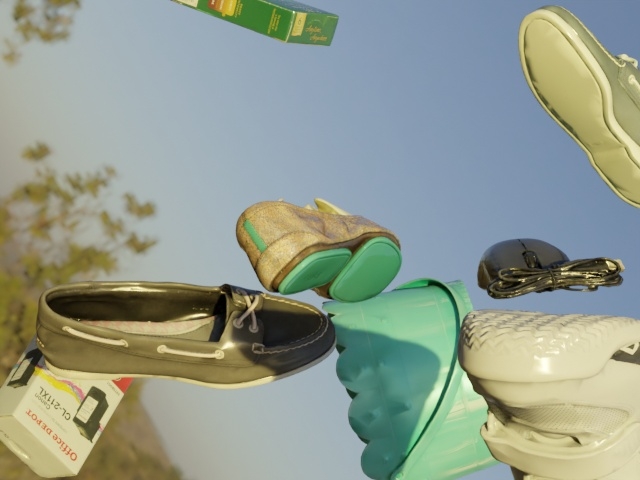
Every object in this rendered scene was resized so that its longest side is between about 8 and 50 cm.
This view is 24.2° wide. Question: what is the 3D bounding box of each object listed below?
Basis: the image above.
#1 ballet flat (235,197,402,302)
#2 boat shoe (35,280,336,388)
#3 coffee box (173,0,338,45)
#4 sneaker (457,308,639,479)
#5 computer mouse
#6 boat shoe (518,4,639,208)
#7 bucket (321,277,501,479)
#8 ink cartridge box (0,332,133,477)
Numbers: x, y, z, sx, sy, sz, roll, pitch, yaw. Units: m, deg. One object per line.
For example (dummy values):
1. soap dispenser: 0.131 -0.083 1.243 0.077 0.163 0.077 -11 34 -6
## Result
1. ballet flat: 0.000 0.000 1.604 0.106 0.107 0.316 46 10 18
2. boat shoe: -0.150 0.095 1.650 0.112 0.335 0.095 -92 180 -48
3. coffee box: -0.084 -0.269 1.717 0.184 0.040 0.113 22 14 23
4. sneaker: 0.190 0.170 1.079 0.366 0.137 0.210 27 67 -63
5. computer mouse: 0.296 0.034 2.085 0.272 0.188 0.072 -171 -105 -82
6. boat shoe: 0.356 -0.180 1.860 0.116 0.099 0.319 -1 -45 52
7. bucket: 0.120 0.184 1.886 0.281 0.183 0.281 -15 90 -90
8. ink cartridge box: -0.333 0.199 1.918 0.072 0.175 0.127 -11 -50 41
